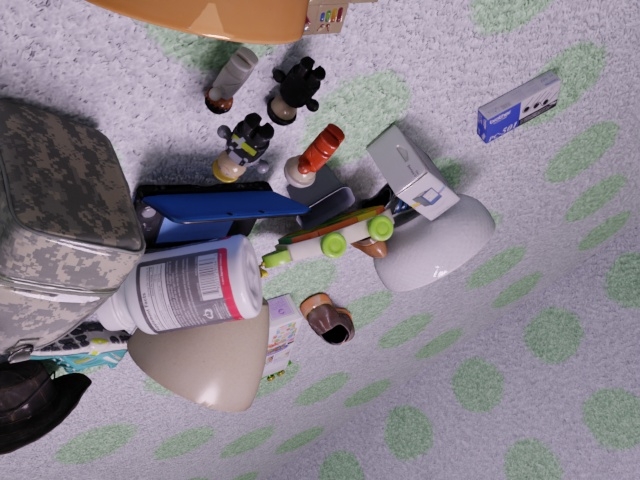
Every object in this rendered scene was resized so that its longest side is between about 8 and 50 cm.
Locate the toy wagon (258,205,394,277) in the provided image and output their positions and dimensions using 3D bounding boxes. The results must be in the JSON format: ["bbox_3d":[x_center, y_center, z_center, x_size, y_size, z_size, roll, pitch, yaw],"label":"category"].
[{"bbox_3d":[0.000,0.000,1.386,0.344,0.068,0.267,-19,-174,-20],"label":"toy wagon"}]

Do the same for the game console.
[{"bbox_3d":[-0.209,-0.024,1.187,0.293,0.173,0.250,-5,142,-36],"label":"game console"}]

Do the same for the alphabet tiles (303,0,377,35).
[{"bbox_3d":[-0.001,-0.453,0.879,0.285,0.011,0.342,-13,147,-26],"label":"alphabet tiles"}]

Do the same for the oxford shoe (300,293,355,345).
[{"bbox_3d":[0.042,0.293,1.937,0.130,0.132,0.364,-34,151,7],"label":"oxford shoe"}]

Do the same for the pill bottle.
[{"bbox_3d":[-0.294,0.098,1.240,0.319,0.176,0.176,-10,151,6],"label":"pill bottle"}]

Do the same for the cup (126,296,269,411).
[{"bbox_3d":[-0.251,0.214,1.423,0.331,0.331,0.237,26,95,-56],"label":"cup"}]

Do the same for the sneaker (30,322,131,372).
[{"bbox_3d":[-0.556,0.253,1.347,0.275,0.107,0.110,14,109,-50],"label":"sneaker"}]

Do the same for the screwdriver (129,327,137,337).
[{"bbox_3d":[-0.472,0.231,1.506,0.025,0.024,0.170,23,119,-21],"label":"screwdriver"}]

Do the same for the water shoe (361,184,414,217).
[{"bbox_3d":[0.201,-0.110,1.521,0.203,0.073,0.080,-32,146,2],"label":"water shoe"}]

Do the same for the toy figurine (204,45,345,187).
[{"bbox_3d":[-0.086,-0.198,1.000,0.210,0.213,0.148,-3,157,-34],"label":"toy figurine"}]

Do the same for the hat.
[{"bbox_3d":[-0.695,0.347,1.331,0.331,0.331,0.134,-24,109,-10],"label":"hat"}]

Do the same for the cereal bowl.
[{"bbox_3d":[0.274,-0.019,1.566,0.339,0.141,0.339,-34,-168,8],"label":"cereal bowl"}]

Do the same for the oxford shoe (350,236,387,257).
[{"bbox_3d":[0.119,0.009,1.533,0.076,0.076,0.212,-34,-167,-3],"label":"oxford shoe"}]

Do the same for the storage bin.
[{"bbox_3d":[-0.004,-0.099,1.337,0.135,0.091,0.098,-30,151,2],"label":"storage bin"}]

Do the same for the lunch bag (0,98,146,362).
[{"bbox_3d":[-0.428,-0.011,0.880,0.213,0.305,0.256,11,130,-49],"label":"lunch bag"}]

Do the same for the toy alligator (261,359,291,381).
[{"bbox_3d":[-0.190,0.459,2.075,0.190,0.056,0.051,-27,-169,-5],"label":"toy alligator"}]

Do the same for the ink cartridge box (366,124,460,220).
[{"bbox_3d":[0.216,-0.154,1.384,0.093,0.154,0.212,-38,151,16],"label":"ink cartridge box"}]

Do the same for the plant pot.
[{"bbox_3d":[-0.137,-0.363,0.655,0.291,0.291,0.203,-7,127,-35],"label":"plant pot"}]

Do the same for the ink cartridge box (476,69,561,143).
[{"bbox_3d":[0.486,-0.327,1.469,0.207,0.046,0.097,-28,150,-3],"label":"ink cartridge box"}]

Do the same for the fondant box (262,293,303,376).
[{"bbox_3d":[-0.203,0.313,1.791,0.238,0.096,0.330,-15,148,-25],"label":"fondant box"}]
